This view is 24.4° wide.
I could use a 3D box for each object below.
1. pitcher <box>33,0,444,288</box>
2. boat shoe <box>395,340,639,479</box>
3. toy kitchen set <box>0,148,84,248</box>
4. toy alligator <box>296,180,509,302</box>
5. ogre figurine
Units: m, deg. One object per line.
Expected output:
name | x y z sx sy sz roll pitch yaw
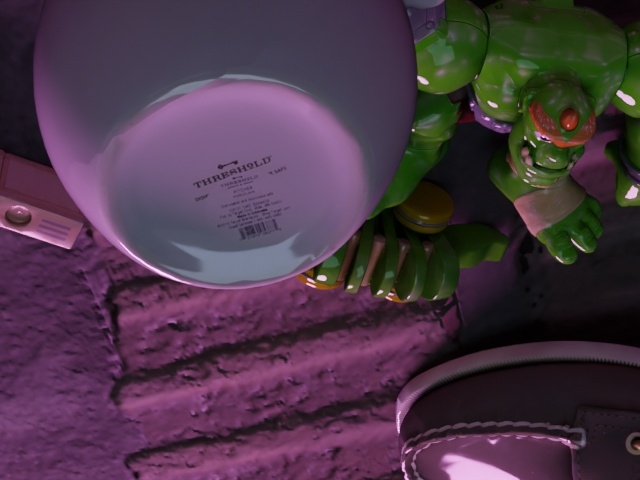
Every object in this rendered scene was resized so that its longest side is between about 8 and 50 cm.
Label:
pitcher | -0.011 -0.090 0.517 0.178 0.207 0.125 -21 129 11
boat shoe | 0.180 0.120 0.741 0.305 0.091 0.109 3 137 16
toy kitchen set | -0.158 0.010 0.678 0.075 0.068 0.083 19 126 -19
toy alligator | 0.000 0.000 0.692 0.190 0.051 0.056 10 128 -12
ogre figurine | 0.079 -0.057 0.630 0.197 0.096 0.118 21 145 -2
